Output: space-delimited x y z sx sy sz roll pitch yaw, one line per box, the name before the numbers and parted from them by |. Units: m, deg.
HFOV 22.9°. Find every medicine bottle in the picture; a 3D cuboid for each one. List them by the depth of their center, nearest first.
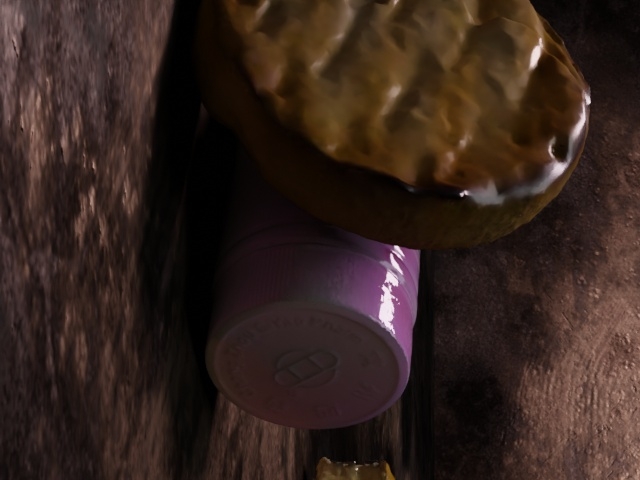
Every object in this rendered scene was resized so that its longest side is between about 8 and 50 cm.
medicine bottle | 0.000 0.000 1.191 0.152 0.152 0.254 80 12 -45

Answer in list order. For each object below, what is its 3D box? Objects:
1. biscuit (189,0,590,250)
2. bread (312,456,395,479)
biscuit | 0.049 -0.114 1.138 0.102 0.296 0.296 119 -17 -46
bread | 0.046 0.368 1.597 0.246 0.111 0.239 70 17 -58
